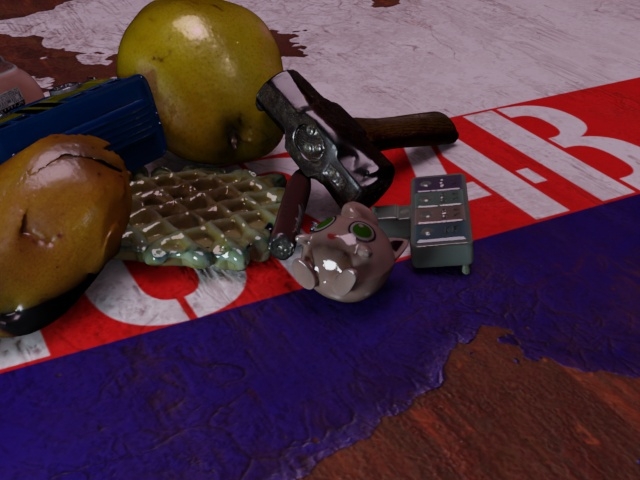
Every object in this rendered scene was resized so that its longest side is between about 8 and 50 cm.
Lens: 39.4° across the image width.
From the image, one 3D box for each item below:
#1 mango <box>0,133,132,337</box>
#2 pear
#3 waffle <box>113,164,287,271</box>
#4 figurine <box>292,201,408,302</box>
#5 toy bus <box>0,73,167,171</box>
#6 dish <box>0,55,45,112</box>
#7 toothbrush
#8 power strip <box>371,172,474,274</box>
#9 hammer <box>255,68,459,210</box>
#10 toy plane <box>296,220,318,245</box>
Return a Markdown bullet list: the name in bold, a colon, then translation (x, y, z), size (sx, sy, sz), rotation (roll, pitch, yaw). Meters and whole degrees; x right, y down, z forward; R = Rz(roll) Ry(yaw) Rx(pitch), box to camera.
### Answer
- **mango**: translation (-0.362, -0.012, 1.135), size (0.287, 0.201, 0.153), rotation (-43, 15, -20)
- **pear**: translation (-0.191, -0.272, 1.509), size (0.285, 0.285, 0.336), rotation (-26, 36, -37)
- **waffle**: translation (-0.191, -0.038, 1.323), size (0.309, 0.056, 0.292), rotation (5, 30, 3)
- **figurine**: translation (0.035, 0.018, 1.165), size (0.125, 0.125, 0.138), rotation (17, 36, 26)
- **toy bus**: translation (-0.399, -0.147, 1.361), size (0.175, 0.138, 0.288), rotation (8, 31, 41)
- **dish**: translation (-0.645, -0.299, 1.731), size (0.213, 0.090, 0.213), rotation (1, 31, 0)
- **toothbrush**: translation (-0.035, -0.069, 1.309), size (0.041, 0.041, 0.364), rotation (3, 27, 5)
- **power strip**: translation (0.148, -0.026, 1.316), size (0.145, 0.061, 0.215), rotation (-3, 29, 8)
- **hammer**: translation (0.101, -0.179, 1.455), size (0.409, 0.095, 0.242), rotation (-16, 60, -49)
- **toy plane**: translation (0.000, 0.000, 1.287), size (0.083, 0.031, 0.078), rotation (1, 46, 6)
